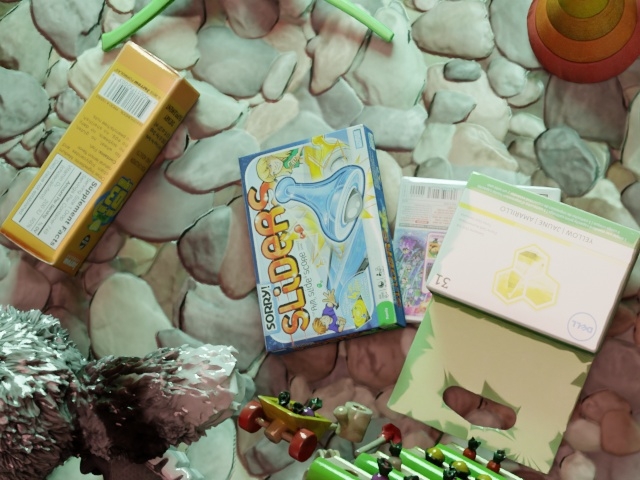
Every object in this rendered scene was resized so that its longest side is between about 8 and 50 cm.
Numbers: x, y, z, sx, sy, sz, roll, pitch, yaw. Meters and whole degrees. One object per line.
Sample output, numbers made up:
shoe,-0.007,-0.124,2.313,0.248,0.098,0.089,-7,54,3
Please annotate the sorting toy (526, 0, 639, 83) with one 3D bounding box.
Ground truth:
sorting toy,0.369,-0.248,1.370,0.365,0.126,0.127,-11,76,11

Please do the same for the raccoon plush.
raccoon plush,-0.331,0.103,1.328,0.446,0.299,0.216,-23,62,19

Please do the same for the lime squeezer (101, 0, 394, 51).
lime squeezer,-0.079,-0.255,1.507,0.310,0.059,0.110,0,78,12

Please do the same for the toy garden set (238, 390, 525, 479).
toy garden set,0.066,0.182,1.287,0.204,0.244,0.049,25,100,32

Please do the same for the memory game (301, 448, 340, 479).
memory game,-0.005,0.279,1.323,0.012,0.186,0.186,9,80,-13

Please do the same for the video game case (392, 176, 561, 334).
video game case,0.147,0.014,1.420,0.157,0.019,0.143,5,80,13

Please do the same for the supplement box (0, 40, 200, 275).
supplement box,-0.222,-0.081,1.491,0.080,0.078,0.233,36,88,14

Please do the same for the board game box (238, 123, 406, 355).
board game box,0.000,0.000,1.436,0.136,0.035,0.201,-15,75,18

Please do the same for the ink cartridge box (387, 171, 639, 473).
ink cartridge box,0.177,0.075,1.365,0.171,0.056,0.235,21,83,14

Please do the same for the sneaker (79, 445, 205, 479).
sneaker,-0.147,0.262,1.406,0.106,0.078,0.234,-44,69,4
